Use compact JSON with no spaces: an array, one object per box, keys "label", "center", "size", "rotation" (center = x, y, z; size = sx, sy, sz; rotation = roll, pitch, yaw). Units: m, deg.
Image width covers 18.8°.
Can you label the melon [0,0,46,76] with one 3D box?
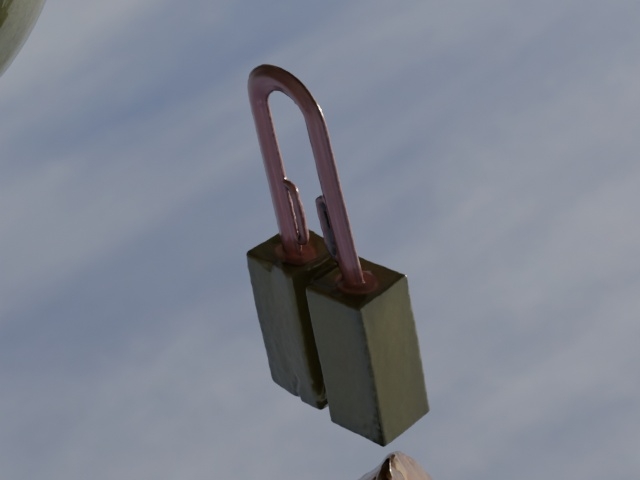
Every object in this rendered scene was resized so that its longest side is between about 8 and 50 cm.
[{"label":"melon","center":[-0.266,-0.178,1.000],"size":[0.330,0.268,0.268],"rotation":[-54,-169,44]}]

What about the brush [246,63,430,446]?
[{"label":"brush","center":[0.000,0.000,1.103],"size":[0.047,0.233,0.103],"rotation":[-33,-142,-30]}]

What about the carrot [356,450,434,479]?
[{"label":"carrot","center":[-0.015,0.263,1.162],"size":[0.254,0.196,0.196],"rotation":[-29,-148,15]}]
